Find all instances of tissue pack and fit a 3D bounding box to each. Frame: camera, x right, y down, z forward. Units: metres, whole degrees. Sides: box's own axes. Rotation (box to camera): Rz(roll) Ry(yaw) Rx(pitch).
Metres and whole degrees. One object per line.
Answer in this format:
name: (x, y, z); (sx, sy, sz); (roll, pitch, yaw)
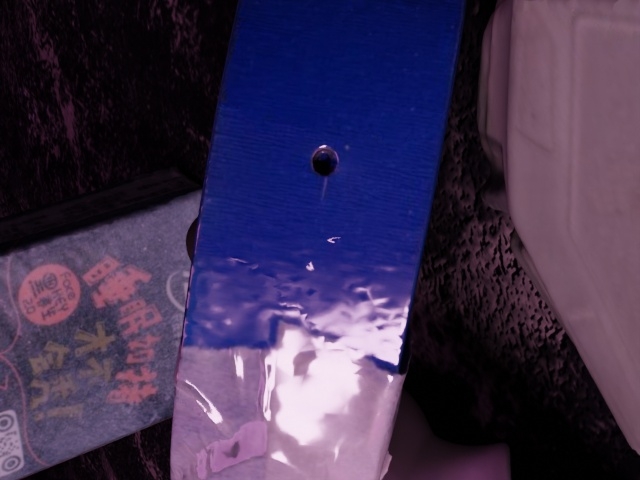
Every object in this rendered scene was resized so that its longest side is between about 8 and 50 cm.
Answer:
tissue pack: (-0.233, 0.085, 1.016); (0.103, 0.315, 0.228); (30, 131, 50)

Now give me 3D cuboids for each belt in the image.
belt: (0.000, 0.000, 0.615); (0.212, 0.117, 0.347); (-79, -1, -74)

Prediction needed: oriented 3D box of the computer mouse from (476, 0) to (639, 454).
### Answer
computer mouse: (0.188, -0.015, 0.375); (0.228, 0.145, 0.429); (70, 166, -16)

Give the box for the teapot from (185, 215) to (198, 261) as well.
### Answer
teapot: (-0.027, -0.017, 0.803); (0.166, 0.130, 0.119); (-94, 14, -67)

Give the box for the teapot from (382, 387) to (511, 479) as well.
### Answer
teapot: (0.026, 0.201, 0.819); (0.298, 0.139, 0.204); (129, 144, -62)
